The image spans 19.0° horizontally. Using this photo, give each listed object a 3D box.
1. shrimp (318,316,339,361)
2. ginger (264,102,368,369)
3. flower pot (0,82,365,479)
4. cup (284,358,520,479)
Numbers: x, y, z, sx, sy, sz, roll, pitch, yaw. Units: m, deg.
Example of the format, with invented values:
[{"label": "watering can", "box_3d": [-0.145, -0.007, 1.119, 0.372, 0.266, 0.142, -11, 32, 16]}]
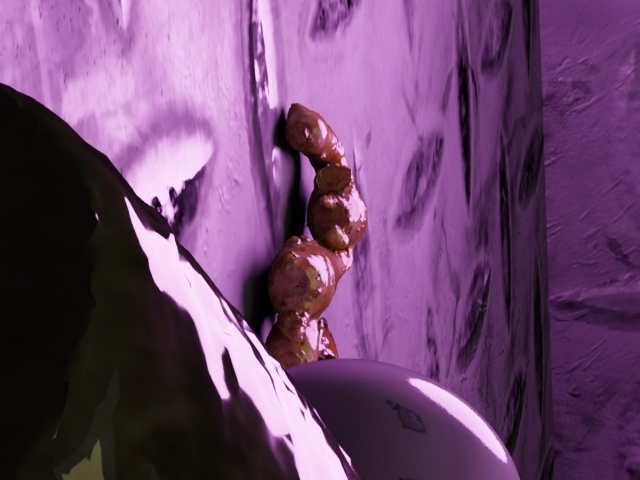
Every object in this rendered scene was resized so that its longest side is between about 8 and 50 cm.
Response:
[{"label": "shrimp", "box_3d": [0.001, 0.145, 1.356, 0.148, 0.035, 0.195, 87, 4, -56]}, {"label": "ginger", "box_3d": [0.000, 0.000, 1.345, 0.176, 0.053, 0.193, 3, 87, -71]}, {"label": "flower pot", "box_3d": [-0.094, 0.139, 0.512, 0.330, 0.294, 0.293, 70, 25, -45]}, {"label": "cup", "box_3d": [0.005, 0.230, 1.051, 0.317, 0.212, 0.212, -76, 161, -44]}]
